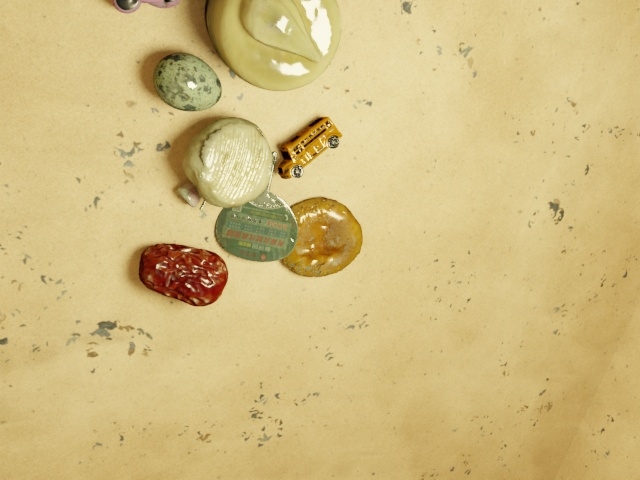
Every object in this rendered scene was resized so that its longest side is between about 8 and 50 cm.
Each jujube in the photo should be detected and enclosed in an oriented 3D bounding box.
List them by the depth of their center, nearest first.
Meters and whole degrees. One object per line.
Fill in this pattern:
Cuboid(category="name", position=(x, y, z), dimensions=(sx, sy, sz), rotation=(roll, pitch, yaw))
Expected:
Cuboid(category="jujube", position=(-0.362, 0.088, 1.666), dimensions=(0.230, 0.155, 0.155), rotation=(13, 106, -21))

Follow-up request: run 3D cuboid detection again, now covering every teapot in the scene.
Cuboid(category="teapot", position=(-0.325, -0.121, 1.640), dimensions=(0.064, 0.064, 0.083), rotation=(-46, 118, -9))

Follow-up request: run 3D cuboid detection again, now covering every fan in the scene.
Cuboid(category="fan", position=(-0.186, -0.073, 1.729), dimensions=(0.223, 0.012, 0.294), rotation=(-17, 103, -4))

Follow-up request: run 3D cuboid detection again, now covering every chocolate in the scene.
Cuboid(category="chocolate", position=(-0.085, -0.491, 1.453), dimensions=(0.326, 0.297, 0.314), rotation=(-7, 119, -21))

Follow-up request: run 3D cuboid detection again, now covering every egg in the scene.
Cuboid(category="egg", position=(-0.312, -0.372, 1.497), dimensions=(0.172, 0.132, 0.132), rotation=(12, 107, -39))

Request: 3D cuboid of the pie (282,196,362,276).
Cuboid(category="pie", position=(0.000, 0.000, 1.830), dimensions=(0.274, 0.069, 0.273), rotation=(-6, 116, -13))

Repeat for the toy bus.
Cuboid(category="toy bus", position=(-0.041, -0.246, 1.686), dimensions=(0.194, 0.083, 0.088), rotation=(-41, 112, -13))

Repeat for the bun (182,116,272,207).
Cuboid(category="bun", position=(-0.234, -0.196, 1.598), dimensions=(0.239, 0.141, 0.239), rotation=(-15, 113, -39))

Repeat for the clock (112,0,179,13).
Cuboid(category="clock", position=(-0.368, -0.626, 1.379), dimensions=(0.248, 0.090, 0.227), rotation=(-26, 114, -7))
